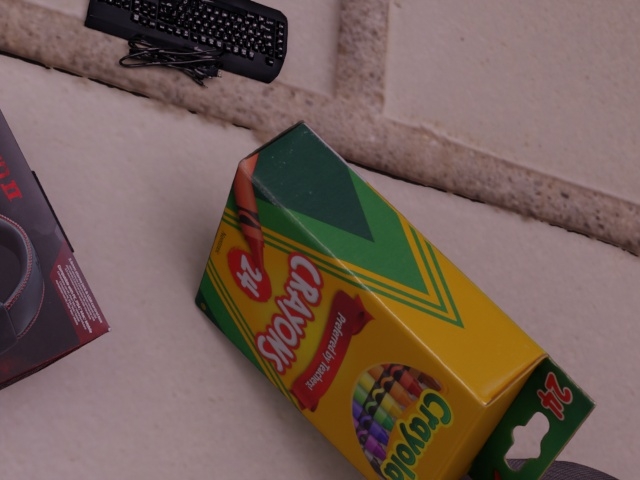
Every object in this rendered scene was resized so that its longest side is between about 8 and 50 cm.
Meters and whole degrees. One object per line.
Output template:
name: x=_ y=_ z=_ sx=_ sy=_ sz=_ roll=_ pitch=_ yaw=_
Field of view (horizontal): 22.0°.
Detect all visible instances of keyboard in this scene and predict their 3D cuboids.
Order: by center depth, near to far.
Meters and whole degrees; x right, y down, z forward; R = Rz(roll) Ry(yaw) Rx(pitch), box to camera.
keyboard: x=-0.110 y=-0.187 z=1.439 sx=0.192 sy=0.038 sz=0.100 roll=14 pitch=70 yaw=-27

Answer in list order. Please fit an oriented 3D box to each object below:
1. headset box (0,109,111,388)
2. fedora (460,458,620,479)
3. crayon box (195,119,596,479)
headset box: x=-0.309 y=0.025 z=1.194 sx=0.293 sy=0.110 sz=0.218 roll=-25 pitch=88 yaw=-44
fedora: x=0.153 y=0.283 z=1.387 sx=0.275 sy=0.243 sz=0.124 roll=-5 pitch=109 yaw=-34
crayon box: x=0.047 y=0.083 z=1.294 sx=0.318 sy=0.202 sz=0.081 roll=43 pitch=55 yaw=17
